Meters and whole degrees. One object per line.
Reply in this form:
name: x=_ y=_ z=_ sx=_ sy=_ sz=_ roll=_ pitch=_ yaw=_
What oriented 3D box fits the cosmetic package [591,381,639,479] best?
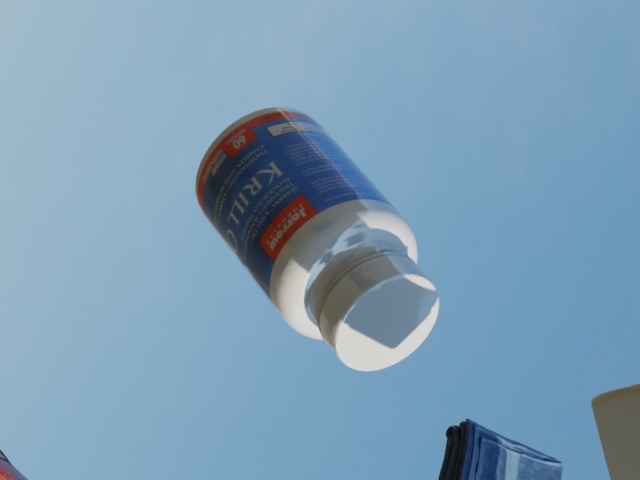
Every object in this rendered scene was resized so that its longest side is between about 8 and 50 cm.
cosmetic package: x=0.224 y=0.171 z=0.971 sx=0.085 sy=0.117 sz=0.231 roll=-29 pitch=-108 yaw=61

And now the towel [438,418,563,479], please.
towel: x=0.124 y=0.168 z=1.368 sx=0.029 sy=0.119 sz=0.067 roll=0 pitch=-109 yaw=38

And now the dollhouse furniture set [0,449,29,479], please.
dollhouse furniture set: x=-0.273 y=0.130 z=0.639 sx=0.374 sy=0.152 sz=0.201 roll=-34 pitch=-129 yaw=-5

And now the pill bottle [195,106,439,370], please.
pill bottle: x=0.000 y=0.000 z=1.572 sx=0.221 sy=0.124 sz=0.124 roll=49 pitch=-62 yaw=44
